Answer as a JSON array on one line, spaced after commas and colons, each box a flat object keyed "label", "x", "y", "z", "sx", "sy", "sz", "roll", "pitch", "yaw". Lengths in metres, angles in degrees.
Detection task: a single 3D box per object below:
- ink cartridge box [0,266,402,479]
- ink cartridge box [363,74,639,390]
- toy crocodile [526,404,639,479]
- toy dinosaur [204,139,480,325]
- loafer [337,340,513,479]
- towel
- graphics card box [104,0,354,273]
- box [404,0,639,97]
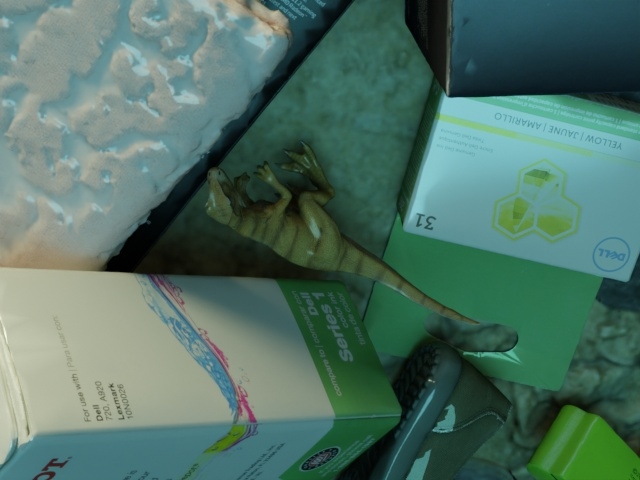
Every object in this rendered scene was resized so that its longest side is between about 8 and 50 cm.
[{"label": "ink cartridge box", "x": -0.122, "y": 0.120, "z": 0.827, "sx": 0.278, "sy": 0.117, "sz": 0.201, "roll": 4, "pitch": 142, "yaw": -42}, {"label": "ink cartridge box", "x": 0.135, "y": 0.001, "z": 0.925, "sx": 0.171, "sy": 0.056, "sz": 0.235, "roll": 13, "pitch": 109, "yaw": -7}, {"label": "toy crocodile", "x": 0.284, "y": 0.258, "z": 1.011, "sx": 0.340, "sy": 0.105, "sz": 0.115, "roll": 42, "pitch": 63, "yaw": -15}, {"label": "toy dinosaur", "x": 0.000, "y": 0.000, "z": 0.885, "sx": 0.211, "sy": 0.112, "sz": 0.064, "roll": 22, "pitch": 128, "yaw": -29}, {"label": "loafer", "x": 0.063, "y": 0.197, "z": 0.976, "sx": 0.087, "sy": 0.094, "sz": 0.251, "roll": 24, "pitch": 112, "yaw": -11}, {"label": "towel", "x": -0.233, "y": -0.093, "z": 0.743, "sx": 0.317, "sy": 0.053, "sz": 0.332, "roll": 36, "pitch": 121, "yaw": -15}, {"label": "graphics card box", "x": -0.155, "y": -0.124, "z": 0.843, "sx": 0.233, "sy": 0.094, "sz": 0.371, "roll": 36, "pitch": 106, "yaw": -15}, {"label": "box", "x": 0.135, "y": -0.162, "z": 0.776, "sx": 0.153, "sy": 0.207, "sz": 0.108, "roll": -1, "pitch": 112, "yaw": -1}]
